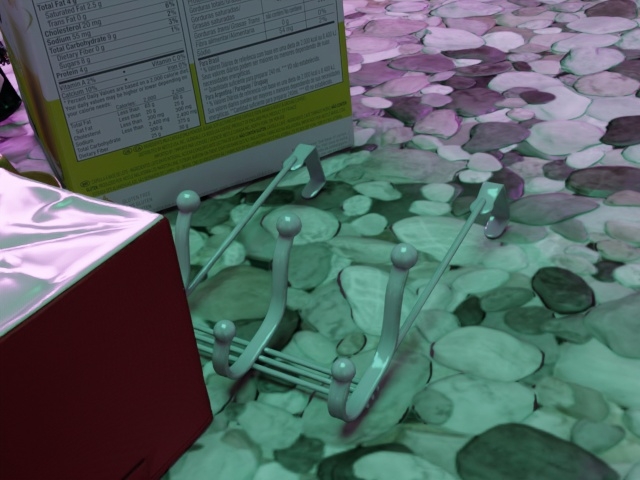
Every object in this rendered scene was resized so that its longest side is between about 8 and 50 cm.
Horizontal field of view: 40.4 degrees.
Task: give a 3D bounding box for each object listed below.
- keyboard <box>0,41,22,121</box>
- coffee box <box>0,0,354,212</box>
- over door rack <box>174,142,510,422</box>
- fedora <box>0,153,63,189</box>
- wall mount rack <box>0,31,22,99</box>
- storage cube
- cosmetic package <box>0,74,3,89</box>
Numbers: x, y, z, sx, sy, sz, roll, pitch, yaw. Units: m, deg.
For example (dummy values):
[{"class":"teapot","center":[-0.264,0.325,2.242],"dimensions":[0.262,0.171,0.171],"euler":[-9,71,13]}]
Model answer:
[{"class":"keyboard","center":[-0.480,-0.253,1.200],"dimensions":[0.100,0.192,0.038],"euler":[-33,9,-14]},{"class":"coffee box","center":[-0.192,-0.268,1.017],"dimensions":[0.338,0.334,0.337],"euler":[-20,36,-19]},{"class":"over door rack","center":[0.000,0.000,0.787],"dimensions":[0.239,0.108,0.324],"euler":[15,39,28]},{"class":"fedora","center":[-0.375,-0.038,0.919],"dimensions":[0.194,0.079,0.194],"euler":[-11,38,8]},{"class":"wall mount rack","center":[-0.537,-0.341,1.281],"dimensions":[0.304,0.350,0.130],"euler":[-40,11,-37]},{"class":"storage cube","center":[-0.215,0.088,0.618],"dimensions":[0.183,0.193,0.215],"euler":[16,39,31]},{"class":"cosmetic package","center":[-0.510,-0.187,1.050],"dimensions":[0.151,0.184,0.151],"euler":[1,64,12]}]
